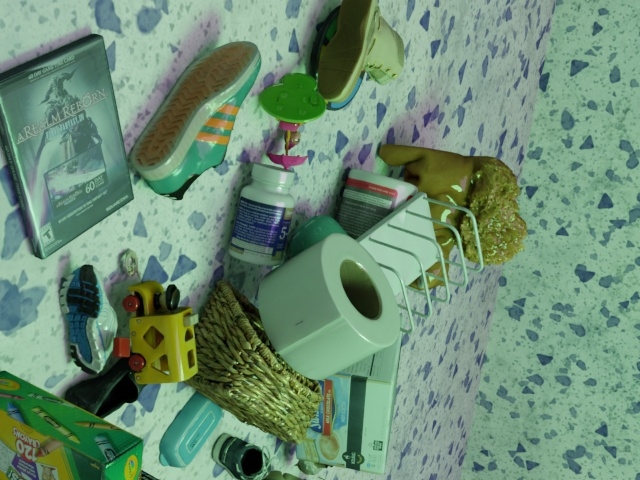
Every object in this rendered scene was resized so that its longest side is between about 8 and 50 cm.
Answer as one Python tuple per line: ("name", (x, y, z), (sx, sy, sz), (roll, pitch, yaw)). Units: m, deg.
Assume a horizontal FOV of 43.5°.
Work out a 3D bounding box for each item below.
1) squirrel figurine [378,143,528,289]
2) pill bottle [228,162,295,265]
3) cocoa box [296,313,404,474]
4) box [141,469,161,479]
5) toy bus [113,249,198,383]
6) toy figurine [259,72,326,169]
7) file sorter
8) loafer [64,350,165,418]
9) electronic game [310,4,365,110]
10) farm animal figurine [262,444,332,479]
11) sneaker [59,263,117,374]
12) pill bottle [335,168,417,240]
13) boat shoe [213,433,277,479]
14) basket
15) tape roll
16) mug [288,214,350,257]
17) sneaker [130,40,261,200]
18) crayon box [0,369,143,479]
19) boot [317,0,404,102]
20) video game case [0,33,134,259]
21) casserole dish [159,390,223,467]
("squirrel figurine", (0.342, -0.042, 2.130), (0.281, 0.396, 0.371), (6, 92, -67))
("pill bottle", (-0.111, -0.053, 1.583), (0.112, 0.112, 0.187), (-4, 110, -61))
("cocoa box", (0.069, 0.361, 1.958), (0.231, 0.227, 0.347), (-73, 168, -50))
("box", (-0.353, 0.507, 1.396), (0.051, 0.175, 0.220), (22, 86, -60))
("toy bus", (-0.261, 0.142, 1.353), (0.202, 0.104, 0.191), (72, 19, -49))
("toy figurine", (-0.061, -0.226, 1.612), (0.173, 0.130, 0.159), (-79, 180, -47))
("file sorter", (0.221, 0.052, 1.835), (0.277, 0.173, 0.193), (-36, 126, -30))
("loafer", (-0.336, 0.250, 1.379), (0.223, 0.078, 0.076), (-29, 131, -54))
("electronic game", (0.046, -0.395, 1.741), (0.229, 0.048, 0.229), (-39, 138, -47))
("farm animal figurine", (-0.078, 0.708, 2.061), (0.330, 0.172, 0.327), (-47, 130, -40))
("sneaker", (-0.361, 0.114, 1.281), (0.083, 0.071, 0.191), (-53, 153, -57))
("pill bottle", (0.113, -0.003, 1.962), (0.176, 0.176, 0.319), (10, 97, -63))
("boat shoe", (-0.162, 0.514, 1.864), (0.095, 0.079, 0.255), (-61, 151, -22))
("basket", (-0.108, 0.246, 1.605), (0.299, 0.213, 0.223), (49, 61, -44))
("tape roll", (0.018, 0.130, 1.580), (0.246, 0.169, 0.246), (38, 35, -33))
("mug", (-0.007, 0.005, 1.814), (0.129, 0.097, 0.158), (-41, 174, -2))
("sneaker", (-0.195, -0.201, 1.353), (0.302, 0.108, 0.121), (-54, 150, -17))
("crayon box", (-0.378, 0.311, 1.115), (0.081, 0.278, 0.166), (-24, 126, -57))
("boot", (0.092, -0.371, 1.688), (0.203, 0.095, 0.262), (39, 61, -55))
("video game case", (-0.364, -0.134, 1.156), (0.196, 0.026, 0.274), (-43, 142, -44))
("casserole dish", (-0.260, 0.388, 1.654), (0.188, 0.037, 0.114), (-53, 147, -32))
